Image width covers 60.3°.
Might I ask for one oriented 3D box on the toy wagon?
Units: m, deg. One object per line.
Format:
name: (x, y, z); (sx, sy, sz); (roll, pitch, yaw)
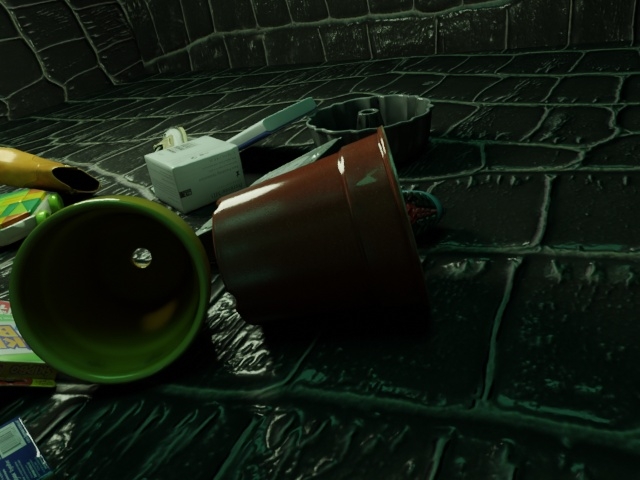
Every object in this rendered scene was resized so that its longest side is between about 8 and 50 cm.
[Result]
toy wagon: (-0.799, -0.064, 1.395); (0.267, 0.068, 0.344); (-13, 27, -6)

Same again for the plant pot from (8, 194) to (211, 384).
plant pot: (-0.289, 0.050, 0.830); (0.253, 0.254, 0.239); (-13, 13, -5)

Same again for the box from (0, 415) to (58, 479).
box: (-0.416, 0.296, 0.596); (0.225, 0.037, 0.136); (-28, 31, -34)

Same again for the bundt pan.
bundt pan: (0.133, -0.277, 1.433); (0.330, 0.124, 0.331); (-9, 26, 4)

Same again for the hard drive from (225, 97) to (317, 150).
hard drive: (-0.182, -0.294, 1.532); (0.318, 0.040, 0.210); (-16, 17, 46)

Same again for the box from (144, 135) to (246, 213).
box: (-0.313, -0.170, 1.380); (0.181, 0.119, 0.182); (-27, 32, -30)

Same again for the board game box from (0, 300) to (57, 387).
board game box: (-0.491, 0.151, 0.844); (0.124, 0.039, 0.259); (14, 11, -40)

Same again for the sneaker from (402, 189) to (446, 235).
sneaker: (0.113, -0.050, 1.058); (0.261, 0.104, 0.125); (7, 9, 30)

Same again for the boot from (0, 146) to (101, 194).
boot: (-0.756, -0.187, 1.463); (0.295, 0.104, 0.211); (14, -5, -42)

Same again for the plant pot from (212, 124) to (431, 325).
plant pot: (0.000, 0.000, 0.817); (0.264, 0.273, 0.272); (-15, 26, 9)

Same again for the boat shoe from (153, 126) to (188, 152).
boat shoe: (-0.429, -0.253, 1.588); (0.103, 0.113, 0.302); (-14, 27, -20)

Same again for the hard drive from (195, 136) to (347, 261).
hard drive: (-0.093, -0.090, 1.117); (0.236, 0.064, 0.339); (-21, 17, 34)
